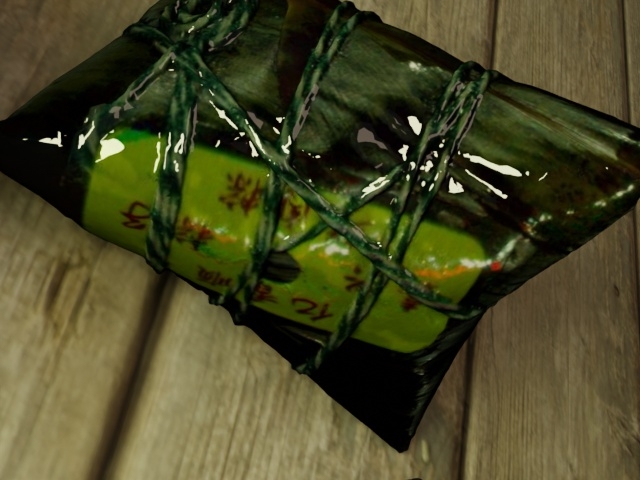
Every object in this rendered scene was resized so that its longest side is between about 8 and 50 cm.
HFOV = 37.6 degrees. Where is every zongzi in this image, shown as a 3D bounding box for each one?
[{"bbox_3d":[0.000,0.000,0.676,0.383,0.362,0.319,24,43,12],"label":"zongzi"}]

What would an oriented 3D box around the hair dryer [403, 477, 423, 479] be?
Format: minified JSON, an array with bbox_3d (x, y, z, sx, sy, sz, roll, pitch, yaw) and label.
[{"bbox_3d":[-0.048,0.237,0.461,0.078,0.195,0.248,44,45,-23],"label":"hair dryer"}]
